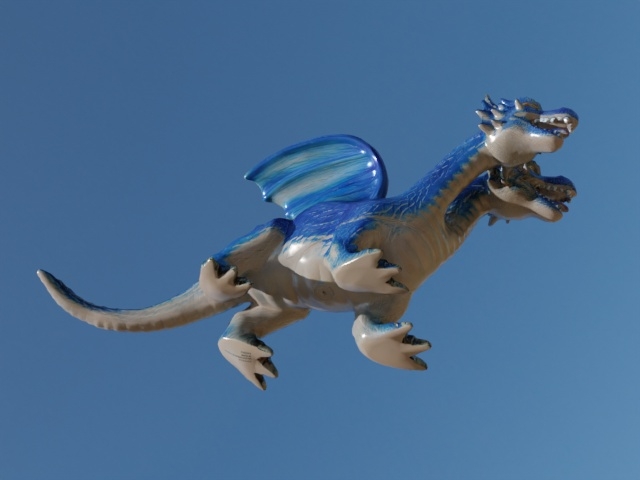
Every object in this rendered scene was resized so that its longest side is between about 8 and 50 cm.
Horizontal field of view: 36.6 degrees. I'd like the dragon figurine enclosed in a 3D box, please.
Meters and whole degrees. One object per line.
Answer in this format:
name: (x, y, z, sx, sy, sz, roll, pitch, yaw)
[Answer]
dragon figurine: (0.000, 0.000, 0.529, 0.085, 0.289, 0.144, 66, -152, -27)
